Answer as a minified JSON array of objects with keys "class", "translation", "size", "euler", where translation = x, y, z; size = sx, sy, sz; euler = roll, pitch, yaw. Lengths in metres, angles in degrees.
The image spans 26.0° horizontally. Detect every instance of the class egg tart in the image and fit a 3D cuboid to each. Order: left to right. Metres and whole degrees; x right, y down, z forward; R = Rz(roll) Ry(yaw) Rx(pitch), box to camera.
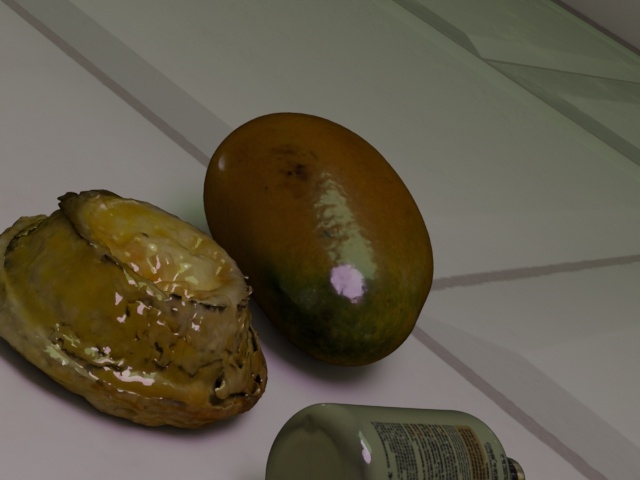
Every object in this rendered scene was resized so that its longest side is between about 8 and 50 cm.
[{"class":"egg tart","translation":[-0.105,0.031,0.794],"size":[0.191,0.074,0.191],"euler":[27,20,-11]}]

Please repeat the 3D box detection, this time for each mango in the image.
[{"class":"mango","translation":[0.004,-0.001,0.947],"size":[0.151,0.120,0.221],"euler":[7,35,-38]}]

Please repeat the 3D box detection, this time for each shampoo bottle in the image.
[{"class":"shampoo bottle","translation":[0.052,0.129,0.746],"size":[0.162,0.079,0.079],"euler":[9,28,-43]}]
